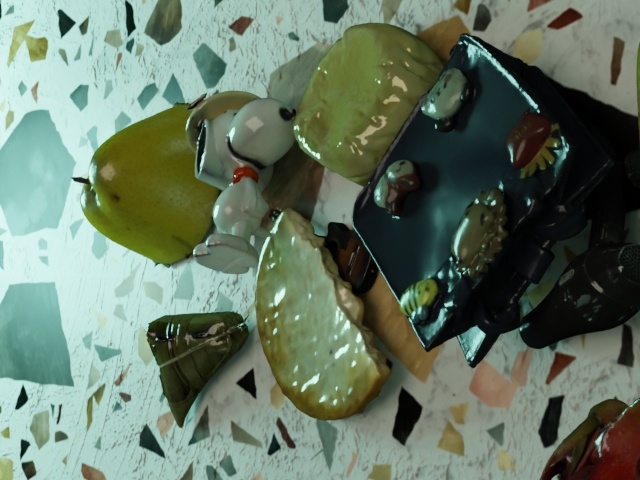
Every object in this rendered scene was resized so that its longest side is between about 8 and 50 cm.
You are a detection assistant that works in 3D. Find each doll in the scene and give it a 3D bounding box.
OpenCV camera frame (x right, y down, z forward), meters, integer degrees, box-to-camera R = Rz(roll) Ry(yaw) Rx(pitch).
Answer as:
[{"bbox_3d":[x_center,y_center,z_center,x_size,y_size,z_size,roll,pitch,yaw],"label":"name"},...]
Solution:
[{"bbox_3d":[-0.130,-0.086,2.096,0.208,0.144,0.271,-8,61,60],"label":"doll"}]

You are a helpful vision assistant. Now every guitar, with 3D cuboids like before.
[{"bbox_3d":[0.000,0.000,2.081,0.233,0.025,0.088,29,106,46],"label":"guitar"}]

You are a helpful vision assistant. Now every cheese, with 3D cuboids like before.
[{"bbox_3d":[0.064,-0.185,1.982,0.214,0.117,0.226,-58,43,15],"label":"cheese"}]

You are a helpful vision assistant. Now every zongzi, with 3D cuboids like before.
[{"bbox_3d":[-0.158,0.193,2.203,0.189,0.081,0.178,-5,101,32],"label":"zongzi"}]

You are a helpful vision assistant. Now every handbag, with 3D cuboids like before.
[{"bbox_3d":[0.182,-0.052,1.764,0.303,0.122,0.329,-59,28,22],"label":"handbag"}]

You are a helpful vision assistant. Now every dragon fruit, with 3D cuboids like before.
[{"bbox_3d":[0.318,0.320,1.576,0.307,0.243,0.227,-43,17,-13],"label":"dragon fruit"}]

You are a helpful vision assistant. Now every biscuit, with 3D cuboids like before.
[{"bbox_3d":[-0.011,0.123,2.045,0.309,0.040,0.204,60,135,33],"label":"biscuit"}]

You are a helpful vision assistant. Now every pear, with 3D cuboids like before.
[{"bbox_3d":[-0.279,-0.091,2.285,0.267,0.178,0.267,-4,84,43],"label":"pear"}]

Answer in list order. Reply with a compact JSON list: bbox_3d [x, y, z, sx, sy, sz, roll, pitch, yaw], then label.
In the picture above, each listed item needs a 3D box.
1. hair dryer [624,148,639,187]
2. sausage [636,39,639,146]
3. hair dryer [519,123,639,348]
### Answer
[{"bbox_3d":[0.417,-0.170,1.659,0.173,0.050,0.194,-15,69,41],"label":"hair dryer"},{"bbox_3d":[0.392,-0.098,1.536,0.123,0.123,0.347,26,136,46],"label":"sausage"},{"bbox_3d":[0.316,-0.011,1.727,0.235,0.091,0.271,135,152,-59],"label":"hair dryer"}]
